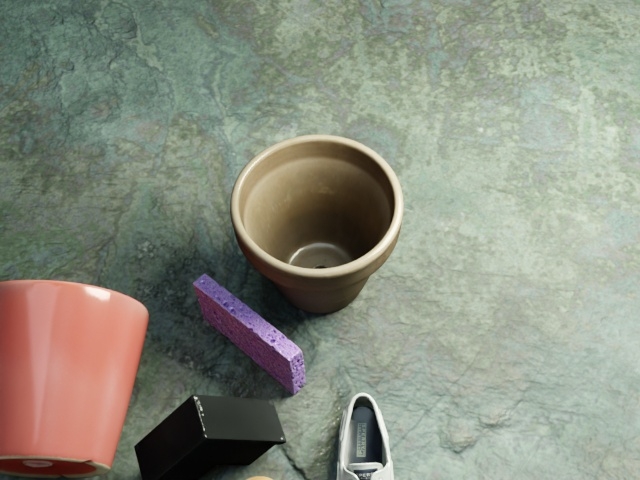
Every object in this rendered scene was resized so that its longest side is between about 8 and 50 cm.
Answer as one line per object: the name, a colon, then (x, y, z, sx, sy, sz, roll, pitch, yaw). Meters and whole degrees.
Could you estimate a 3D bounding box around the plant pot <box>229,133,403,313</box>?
plant pot: (0.000, 0.000, 1.570, 0.263, 0.229, 0.263, -2, 57, 3)

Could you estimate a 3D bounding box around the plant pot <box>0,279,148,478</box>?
plant pot: (-0.396, 0.213, 1.450, 0.275, 0.275, 0.243, 0, 68, 3)

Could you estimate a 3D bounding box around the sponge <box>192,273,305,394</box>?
sponge: (-0.110, 0.146, 1.549, 0.210, 0.117, 0.031, 37, 65, 23)

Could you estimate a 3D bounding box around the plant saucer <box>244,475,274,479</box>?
plant saucer: (-0.092, 0.388, 1.456, 0.084, 0.013, 0.083, -2, 58, 3)

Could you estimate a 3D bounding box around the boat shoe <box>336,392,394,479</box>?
boat shoe: (0.060, 0.347, 1.432, 0.095, 0.084, 0.258, -6, 57, -1)

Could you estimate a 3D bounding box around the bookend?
bookend: (-0.163, 0.302, 1.468, 0.157, 0.156, 0.072, 13, 44, -43)
